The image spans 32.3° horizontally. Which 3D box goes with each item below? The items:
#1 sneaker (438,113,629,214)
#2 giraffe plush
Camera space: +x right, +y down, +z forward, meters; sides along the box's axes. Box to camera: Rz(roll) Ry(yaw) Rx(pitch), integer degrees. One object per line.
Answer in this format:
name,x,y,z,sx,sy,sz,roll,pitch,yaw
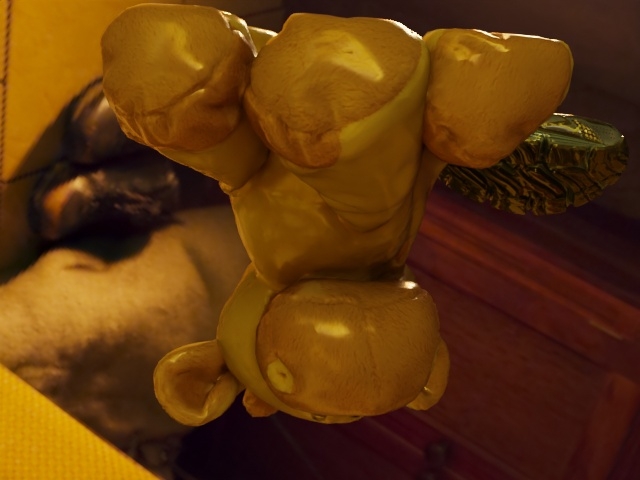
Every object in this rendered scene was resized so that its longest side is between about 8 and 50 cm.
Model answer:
sneaker,0.091,-0.081,0.706,0.087,0.221,0.083,-63,149,-19
giraffe plush,0.000,0.000,0.456,0.210,0.181,0.170,-37,132,-79
